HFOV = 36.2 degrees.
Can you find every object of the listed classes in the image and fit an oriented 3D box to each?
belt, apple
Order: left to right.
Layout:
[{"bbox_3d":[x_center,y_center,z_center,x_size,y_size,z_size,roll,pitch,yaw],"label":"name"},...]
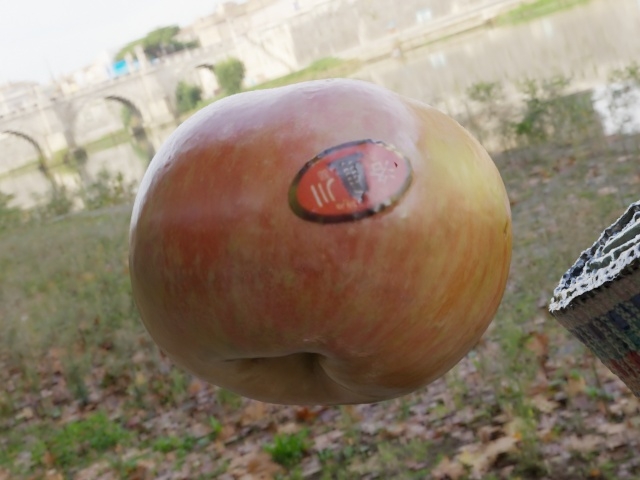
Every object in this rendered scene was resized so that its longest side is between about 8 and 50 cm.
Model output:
[{"bbox_3d":[0.000,0.000,0.538,0.209,0.164,0.209,7,-24,3],"label":"apple"},{"bbox_3d":[0.357,0.029,0.898,0.207,0.160,0.295,-43,-3,-39],"label":"belt"}]
